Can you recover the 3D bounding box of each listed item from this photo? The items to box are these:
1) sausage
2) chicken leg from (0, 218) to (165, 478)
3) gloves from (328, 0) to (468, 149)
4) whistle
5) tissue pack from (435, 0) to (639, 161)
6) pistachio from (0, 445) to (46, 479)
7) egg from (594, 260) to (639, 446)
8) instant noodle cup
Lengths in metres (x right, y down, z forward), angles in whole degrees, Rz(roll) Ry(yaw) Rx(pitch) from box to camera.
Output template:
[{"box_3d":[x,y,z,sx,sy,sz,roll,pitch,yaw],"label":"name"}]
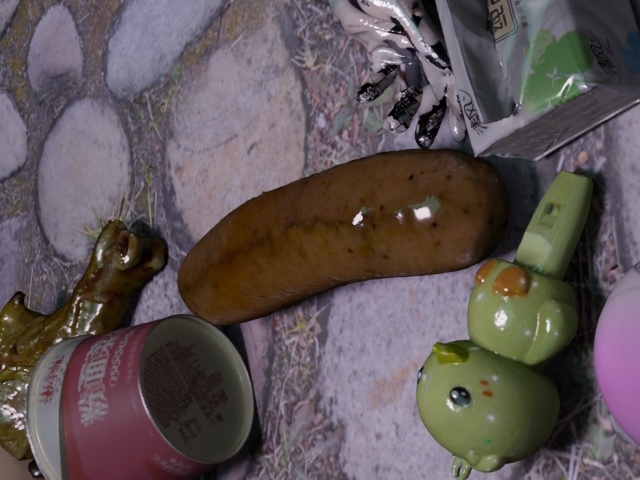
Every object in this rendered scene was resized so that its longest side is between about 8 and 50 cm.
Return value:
[{"box_3d":[-0.002,-0.002,1.581,0.500,0.123,0.136,-17,119,47],"label":"sausage"},{"box_3d":[-0.341,0.122,2.012,0.211,0.140,0.361,30,102,26],"label":"chicken leg"},{"box_3d":[0.091,-0.192,1.510,0.127,0.111,0.212,-38,88,38],"label":"gloves"},{"box_3d":[0.164,0.077,1.373,0.141,0.141,0.294,18,101,50],"label":"whistle"},{"box_3d":[0.176,-0.208,1.362,0.159,0.145,0.229,-30,66,46],"label":"tissue pack"},{"box_3d":[-0.399,0.344,2.080,0.129,0.131,0.206,75,180,-64],"label":"pistachio"},{"box_3d":[0.329,0.080,1.116,0.271,0.196,0.196,-26,68,55],"label":"egg"},{"box_3d":[-0.201,0.195,1.766,0.178,0.234,0.235,-26,68,37],"label":"instant noodle cup"}]
